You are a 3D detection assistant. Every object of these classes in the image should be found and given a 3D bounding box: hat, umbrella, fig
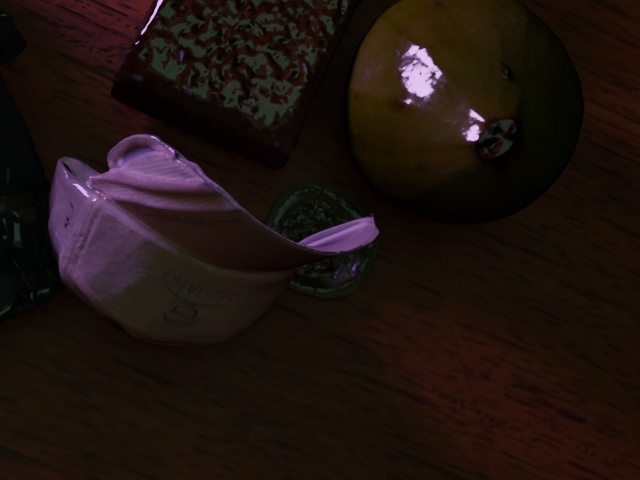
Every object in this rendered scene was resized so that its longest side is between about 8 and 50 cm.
[{"bbox_3d":[-0.077,0.025,0.656,0.220,0.226,0.164,19,94,-33],"label":"hat"},{"bbox_3d":[-0.275,-0.102,0.669,0.143,0.094,0.348,-38,121,-39],"label":"umbrella"},{"bbox_3d":[0.124,-0.109,0.751,0.203,0.225,0.202,-2,104,-7],"label":"fig"}]

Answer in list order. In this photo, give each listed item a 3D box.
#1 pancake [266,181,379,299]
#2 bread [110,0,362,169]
[{"bbox_3d":[0.001,0.001,0.808,0.108,0.017,0.108,1,82,-8],"label":"pancake"},{"bbox_3d":[-0.018,-0.272,0.807,0.165,0.113,0.416,27,77,-4],"label":"bread"}]
